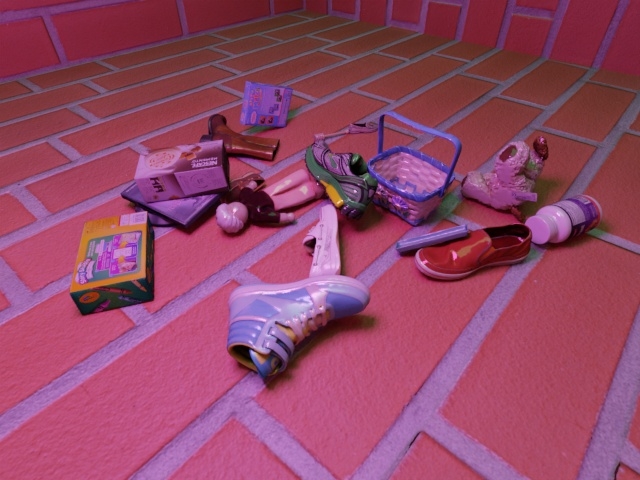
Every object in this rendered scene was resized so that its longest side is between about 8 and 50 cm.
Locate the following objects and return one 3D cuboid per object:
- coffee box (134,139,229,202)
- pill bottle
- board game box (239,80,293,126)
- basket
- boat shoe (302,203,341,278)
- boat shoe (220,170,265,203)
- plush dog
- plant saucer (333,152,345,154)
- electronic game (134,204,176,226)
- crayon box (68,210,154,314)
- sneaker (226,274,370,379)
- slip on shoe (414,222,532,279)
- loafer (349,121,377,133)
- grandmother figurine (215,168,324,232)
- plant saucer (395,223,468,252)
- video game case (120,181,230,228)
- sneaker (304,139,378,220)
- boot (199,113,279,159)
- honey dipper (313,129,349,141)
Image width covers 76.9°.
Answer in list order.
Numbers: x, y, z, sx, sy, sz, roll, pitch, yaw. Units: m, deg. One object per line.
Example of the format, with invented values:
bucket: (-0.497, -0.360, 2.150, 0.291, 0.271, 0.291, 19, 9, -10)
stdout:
coffee box: (-0.402, -0.207, 1.197, 0.246, 0.098, 0.141, -8, 48, -3)
pill bottle: (0.678, -0.055, 1.133, 0.193, 0.108, 0.108, -17, 44, -18)
board game box: (-0.214, -0.540, 1.611, 0.211, 0.160, 0.039, -13, 38, -45)
basket: (0.266, -0.204, 1.167, 0.201, 0.289, 0.254, -31, 50, -32)
boat shoe: (0.000, 0.000, 1.077, 0.096, 0.098, 0.277, -1, 42, -2)
boat shoe: (-0.249, -0.168, 1.298, 0.060, 0.064, 0.178, 22, 43, 26)
plush dog: (0.605, -0.198, 1.246, 0.210, 0.262, 0.225, 47, 63, 1)
plant saucer: (0.037, -0.275, 1.427, 0.168, 0.029, 0.168, -5, 27, 2)
electronic game: (-0.464, -0.129, 1.265, 0.229, 0.048, 0.229, -2, 48, 3)
crayon box: (-0.523, 0.046, 1.036, 0.165, 0.081, 0.278, -11, 42, -13)
sneaker: (-0.046, 0.187, 0.844, 0.318, 0.127, 0.208, -8, 38, 5)
slip on shoe: (0.401, 0.019, 1.054, 0.331, 0.101, 0.123, -10, 43, -9)
loafer: (0.179, -0.470, 1.667, 0.125, 0.039, 0.045, -10, 41, -11)
grandmother figurine: (-0.164, -0.121, 1.218, 0.342, 0.104, 0.207, -29, 45, -32)
plant saucer: (0.296, -0.004, 1.076, 0.192, 0.018, 0.067, -16, 12, 20)
video game case: (-0.443, -0.152, 1.234, 0.274, 0.026, 0.196, 22, 54, 23)
sneaker: (0.069, -0.211, 1.214, 0.134, 0.146, 0.344, 20, 27, -43)
boot: (-0.298, -0.405, 1.554, 0.280, 0.096, 0.264, 3, 35, -1)
honey dipper: (0.047, -0.429, 1.628, 0.160, 0.030, 0.030, -19, 44, -23)
